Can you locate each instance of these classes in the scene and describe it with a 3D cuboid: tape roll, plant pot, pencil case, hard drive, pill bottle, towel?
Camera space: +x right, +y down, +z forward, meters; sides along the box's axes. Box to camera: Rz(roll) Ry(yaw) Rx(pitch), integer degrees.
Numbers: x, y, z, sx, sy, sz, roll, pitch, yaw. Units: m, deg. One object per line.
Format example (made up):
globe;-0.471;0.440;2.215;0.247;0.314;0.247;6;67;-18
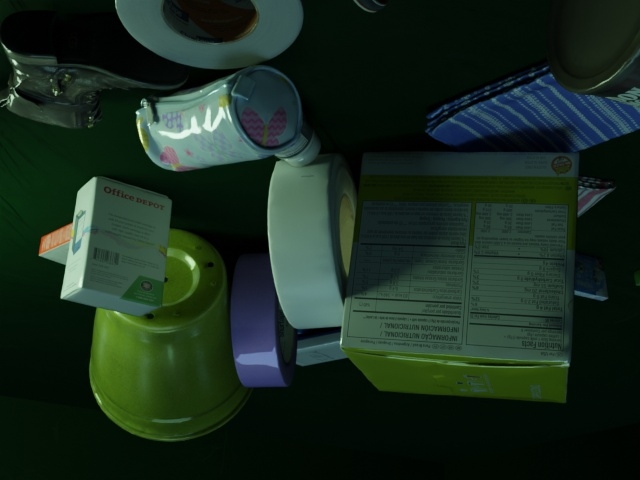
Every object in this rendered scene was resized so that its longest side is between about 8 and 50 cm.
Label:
tape roll;0.000;0.000;1.422;0.100;0.286;0.286;-5;155;13
plant pot;-0.307;0.166;1.781;0.366;0.366;0.353;3;143;-4
tape roll;-0.111;0.162;1.787;0.090;0.275;0.275;-3;155;7
pencil case;-0.143;-0.165;1.186;0.273;0.113;0.124;1;136;51
hard drive;0.065;0.261;2.219;0.318;0.040;0.210;-13;160;17
pill bottle;-0.057;-0.168;1.297;0.078;0.078;0.137;-10;153;23
towel;0.353;-0.184;1.297;0.336;0.040;0.243;-19;149;37
towel;0.401;-0.075;1.546;0.197;0.029;0.144;7;156;-13
tape roll;-0.128;-0.295;1.030;0.219;0.072;0.219;1;156;1

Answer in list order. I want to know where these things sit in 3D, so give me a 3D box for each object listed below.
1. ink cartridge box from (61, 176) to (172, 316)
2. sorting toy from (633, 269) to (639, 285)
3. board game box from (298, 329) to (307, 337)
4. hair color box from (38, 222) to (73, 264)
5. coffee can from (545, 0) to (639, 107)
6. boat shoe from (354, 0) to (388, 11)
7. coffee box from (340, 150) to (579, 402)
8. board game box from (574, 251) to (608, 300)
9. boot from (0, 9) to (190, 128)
ink cartridge box;-0.357;0.012;1.545;0.154;0.212;0.093;17;154;-34
sorting toy;0.815;0.057;1.799;0.196;0.047;0.347;18;150;-33
board game box;-0.161;0.215;2.179;0.210;0.047;0.160;16;152;-32
hair color box;-0.490;0.005;1.735;0.141;0.043;0.072;-18;149;38
coffee can;0.428;-0.236;0.983;0.275;0.202;0.201;10;154;-19
boat shoe;0.045;-0.316;1.011;0.043;0.049;0.137;-16;146;29
coffee box;0.244;0.071;1.438;0.338;0.334;0.337;2;160;15
board game box;0.546;0.073;1.791;0.090;0.090;0.020;12;153;-25
boot;-0.318;-0.220;1.208;0.263;0.091;0.229;10;160;-10
